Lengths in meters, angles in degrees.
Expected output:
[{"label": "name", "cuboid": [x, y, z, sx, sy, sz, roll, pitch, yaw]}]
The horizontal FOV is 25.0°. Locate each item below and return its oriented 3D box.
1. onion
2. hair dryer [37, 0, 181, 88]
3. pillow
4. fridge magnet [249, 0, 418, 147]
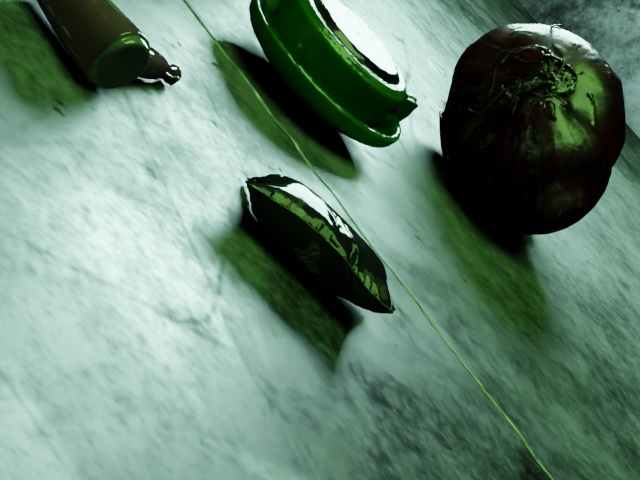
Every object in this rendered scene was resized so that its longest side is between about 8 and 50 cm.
[{"label": "onion", "cuboid": [0.255, -0.122, 1.709, 0.221, 0.281, 0.281, 0, 27, -1]}, {"label": "hair dryer", "cuboid": [-0.155, -0.151, 1.136, 0.106, 0.054, 0.154, 51, 8, 28]}, {"label": "pillow", "cuboid": [0.000, 0.000, 1.136, 0.150, 0.048, 0.090, 42, 21, -5]}, {"label": "fridge magnet", "cuboid": [0.011, -0.181, 1.473, 0.208, 0.088, 0.208, 40, 21, -19]}]
